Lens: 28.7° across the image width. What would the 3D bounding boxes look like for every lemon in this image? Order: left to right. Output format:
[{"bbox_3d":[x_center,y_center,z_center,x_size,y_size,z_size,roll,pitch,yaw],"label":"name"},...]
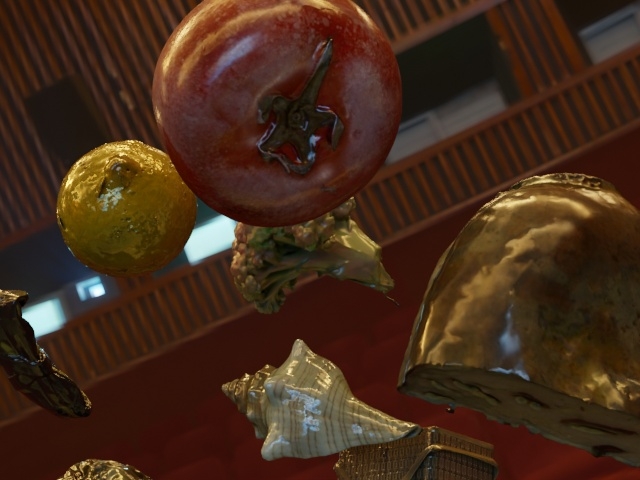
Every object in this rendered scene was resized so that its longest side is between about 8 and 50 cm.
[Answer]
[{"bbox_3d":[-0.241,-0.040,1.556,0.174,0.173,0.206,-21,-24,-6],"label":"lemon"}]

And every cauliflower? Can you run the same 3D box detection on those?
[{"bbox_3d":[0.000,0.000,1.905,0.239,0.315,0.256,-63,-1,41],"label":"cauliflower"}]

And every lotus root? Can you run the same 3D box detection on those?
[{"bbox_3d":[0.242,0.050,1.201,0.267,0.260,0.149,18,-25,2],"label":"lotus root"}]

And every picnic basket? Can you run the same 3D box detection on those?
[{"bbox_3d":[0.104,0.264,1.387,0.115,0.079,0.164,21,-28,-38],"label":"picnic basket"}]

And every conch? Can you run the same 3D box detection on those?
[{"bbox_3d":[-0.024,0.173,1.334,0.137,0.114,0.234,-28,16,-28],"label":"conch"}]

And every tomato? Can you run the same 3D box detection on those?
[{"bbox_3d":[-0.048,-0.155,1.356,0.270,0.270,0.227,-19,24,-9],"label":"tomato"}]

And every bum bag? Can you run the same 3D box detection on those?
[{"bbox_3d":[-0.363,0.149,1.566,0.107,0.232,0.060,7,45,34],"label":"bum bag"}]

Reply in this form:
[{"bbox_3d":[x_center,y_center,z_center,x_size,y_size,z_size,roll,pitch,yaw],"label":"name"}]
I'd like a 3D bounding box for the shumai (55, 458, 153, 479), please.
[{"bbox_3d":[-0.221,0.375,1.605,0.189,0.256,0.218,-42,2,-35],"label":"shumai"}]
